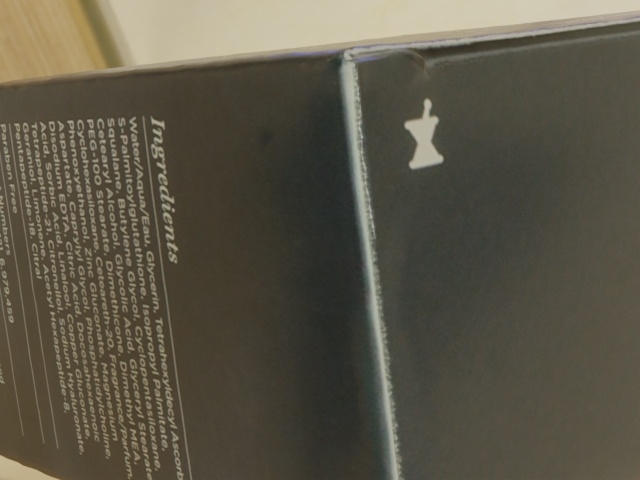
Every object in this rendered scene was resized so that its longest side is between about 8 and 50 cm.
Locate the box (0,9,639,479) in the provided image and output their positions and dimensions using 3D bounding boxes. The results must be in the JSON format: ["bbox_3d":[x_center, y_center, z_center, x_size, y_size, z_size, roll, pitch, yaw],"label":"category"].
[{"bbox_3d":[0.000,0.000,0.632,0.294,0.396,0.211,-14,101,-39],"label":"box"}]
